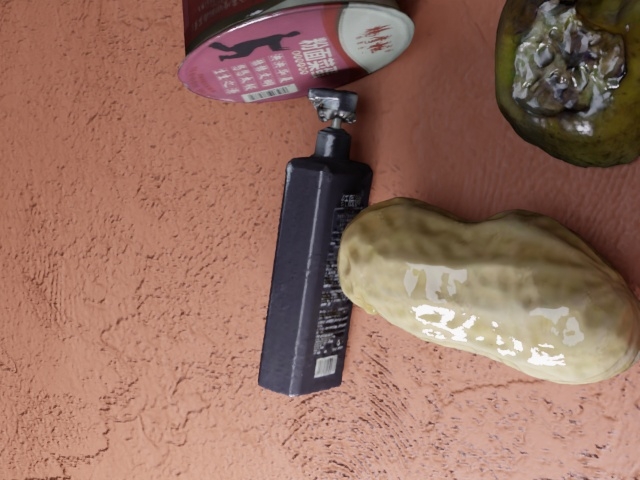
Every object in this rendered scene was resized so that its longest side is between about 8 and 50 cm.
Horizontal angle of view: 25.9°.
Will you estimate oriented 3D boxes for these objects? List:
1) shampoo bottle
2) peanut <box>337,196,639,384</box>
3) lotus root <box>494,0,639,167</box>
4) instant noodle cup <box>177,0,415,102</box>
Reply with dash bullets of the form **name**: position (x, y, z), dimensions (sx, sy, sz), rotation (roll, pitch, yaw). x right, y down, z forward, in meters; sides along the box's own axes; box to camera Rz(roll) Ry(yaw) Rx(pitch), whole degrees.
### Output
- **shampoo bottle**: position (0.000, 0.000, 1.424), dimensions (0.071, 0.098, 0.309), rotation (14, 100, 32)
- **peanut**: position (0.157, 0.041, 1.317), dimensions (0.313, 0.152, 0.152), rotation (15, 100, 30)
- **lotus root**: position (0.237, -0.170, 1.297), dimensions (0.183, 0.078, 0.204), rotation (1, 92, 28)
- **instant noodle cup**: position (-0.039, -0.257, 1.367), dimensions (0.235, 0.235, 0.178), rotation (-19, 76, 28)
